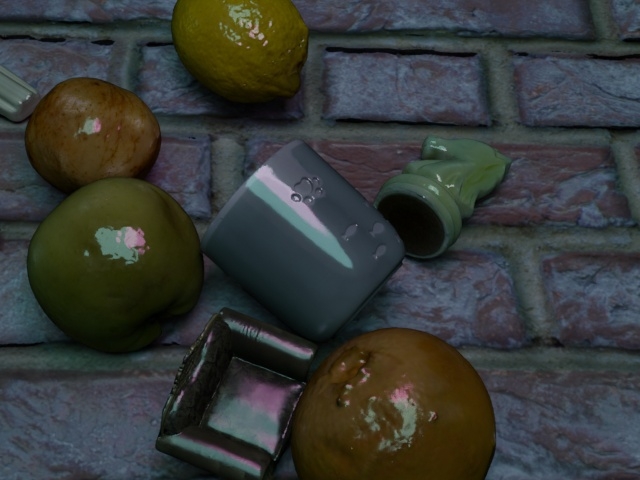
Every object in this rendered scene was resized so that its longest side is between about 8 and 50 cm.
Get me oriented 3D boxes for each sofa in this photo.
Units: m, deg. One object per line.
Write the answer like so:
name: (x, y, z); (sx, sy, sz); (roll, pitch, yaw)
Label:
sofa: (-0.125, 0.256, 1.335); (0.200, 0.182, 0.258); (22, 62, 6)

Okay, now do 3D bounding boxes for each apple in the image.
apple: (-0.343, 0.032, 1.409); (0.295, 0.233, 0.258); (-33, 68, -20)

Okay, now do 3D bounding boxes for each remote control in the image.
remote control: (-0.674, -0.325, 1.678); (0.230, 0.049, 0.090); (31, 61, 14)

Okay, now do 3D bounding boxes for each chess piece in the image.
chess piece: (0.240, -0.111, 1.598); (0.176, 0.176, 0.298); (34, 51, 13)

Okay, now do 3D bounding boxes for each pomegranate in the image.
pomegranate: (-0.418, -0.189, 1.532); (0.248, 0.248, 0.248); (2, 62, -4)

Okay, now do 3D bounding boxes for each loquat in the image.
loquat: (0.113, 0.293, 1.258); (0.328, 0.328, 0.328); (2, 62, -4)

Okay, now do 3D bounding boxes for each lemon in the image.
lemon: (-0.156, -0.403, 1.654); (0.320, 0.245, 0.245); (43, 67, 10)

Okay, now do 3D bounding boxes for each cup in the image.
cup: (0.000, 0.000, 1.455); (0.274, 0.259, 0.357); (43, 28, 6)
